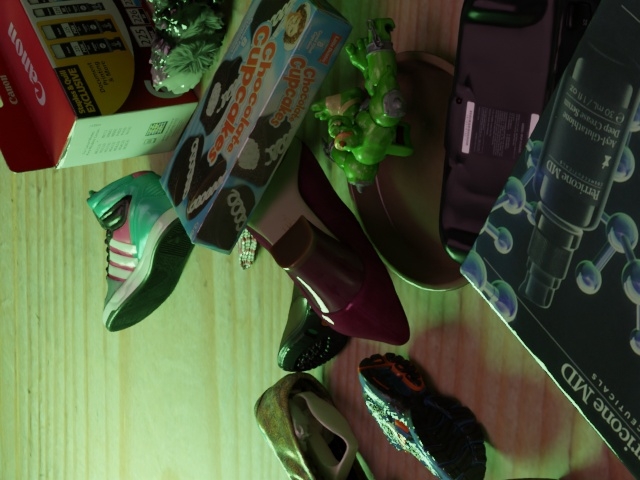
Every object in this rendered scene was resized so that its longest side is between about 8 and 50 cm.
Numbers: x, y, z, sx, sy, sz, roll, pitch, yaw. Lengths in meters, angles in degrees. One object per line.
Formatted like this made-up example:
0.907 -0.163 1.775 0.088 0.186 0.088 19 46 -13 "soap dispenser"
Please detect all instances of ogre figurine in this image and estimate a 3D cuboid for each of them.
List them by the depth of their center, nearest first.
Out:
0.053 -0.144 1.409 0.197 0.096 0.118 -48 43 32 "ogre figurine"

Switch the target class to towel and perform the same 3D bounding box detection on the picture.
-0.127 -0.050 1.743 0.197 0.029 0.144 106 143 -70 "towel"

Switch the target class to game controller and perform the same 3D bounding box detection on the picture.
0.206 -0.108 1.266 0.166 0.067 0.319 18 115 32 "game controller"

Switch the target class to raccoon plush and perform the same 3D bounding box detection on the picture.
-0.240 -0.450 1.698 0.299 0.216 0.446 65 144 29 "raccoon plush"

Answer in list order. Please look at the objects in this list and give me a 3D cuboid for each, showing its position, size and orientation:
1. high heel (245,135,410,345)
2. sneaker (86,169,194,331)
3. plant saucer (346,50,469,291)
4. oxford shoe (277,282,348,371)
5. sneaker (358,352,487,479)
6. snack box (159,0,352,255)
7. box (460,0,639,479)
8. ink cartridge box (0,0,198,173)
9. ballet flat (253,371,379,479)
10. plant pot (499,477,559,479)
0.000 0.000 1.558 0.127 0.181 0.377 -42 26 14 "high heel"
-0.308 -0.003 1.980 0.178 0.123 0.296 53 130 23 "sneaker"
0.126 -0.080 1.434 0.278 0.041 0.278 23 119 49 "plant saucer"
-0.005 0.091 1.654 0.227 0.082 0.096 116 151 -43 "oxford shoe"
0.125 0.228 1.515 0.221 0.083 0.087 48 149 42 "sneaker"
-0.087 -0.163 1.544 0.322 0.060 0.187 -61 30 15 "snack box"
0.338 -0.031 1.010 0.293 0.212 0.396 51 138 30 "box"
-0.378 -0.270 1.868 0.310 0.271 0.130 61 142 21 "ink cartridge box"
0.028 0.321 1.643 0.349 0.123 0.123 57 140 26 "ballet flat"
0.245 0.316 1.347 0.109 0.096 0.109 22 117 49 "plant pot"
